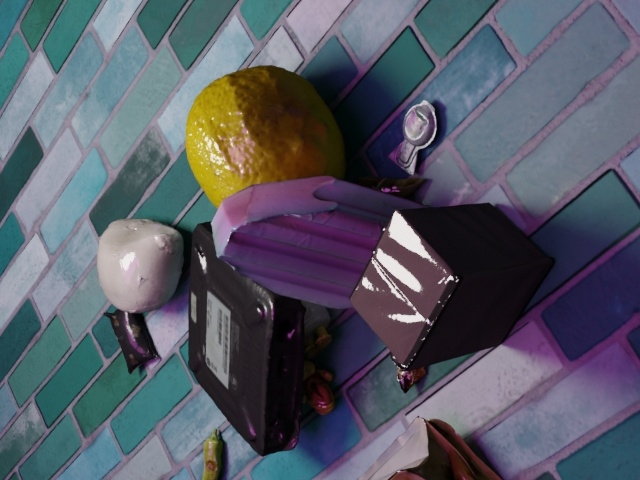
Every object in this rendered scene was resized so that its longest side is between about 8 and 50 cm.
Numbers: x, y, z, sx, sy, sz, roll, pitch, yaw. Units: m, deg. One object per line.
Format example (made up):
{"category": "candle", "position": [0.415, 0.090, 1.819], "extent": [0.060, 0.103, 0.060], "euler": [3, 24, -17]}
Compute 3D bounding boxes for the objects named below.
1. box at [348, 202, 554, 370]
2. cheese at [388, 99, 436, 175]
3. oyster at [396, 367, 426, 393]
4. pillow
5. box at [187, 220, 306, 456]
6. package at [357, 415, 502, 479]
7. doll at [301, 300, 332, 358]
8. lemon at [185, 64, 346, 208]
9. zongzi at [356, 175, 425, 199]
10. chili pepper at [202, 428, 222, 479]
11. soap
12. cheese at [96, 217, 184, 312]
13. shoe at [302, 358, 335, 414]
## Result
{"category": "box", "position": [0.189, 0.060, 1.509], "extent": [0.153, 0.252, 0.188], "euler": [46, 125, 30]}
{"category": "cheese", "position": [0.153, -0.169, 1.667], "extent": [0.067, 0.026, 0.121], "euler": [42, 122, 32]}
{"category": "oyster", "position": [0.152, 0.183, 1.714], "extent": [0.086, 0.029, 0.132], "euler": [-20, 80, 43]}
{"category": "pillow", "position": [-0.411, 0.206, 2.234], "extent": [0.090, 0.048, 0.150], "euler": [-38, 74, 48]}
{"category": "box", "position": [-0.149, 0.179, 1.891], "extent": [0.350, 0.091, 0.359], "euler": [36, 130, 49]}
{"category": "package", "position": [0.140, 0.433, 1.703], "extent": [0.311, 0.221, 0.165], "euler": [-54, 21, 36]}
{"category": "doll", "position": [-0.044, 0.111, 1.855], "extent": [0.129, 0.081, 0.207], "euler": [-45, 64, 27]}
{"category": "lemon", "position": [-0.089, -0.147, 1.737], "extent": [0.268, 0.268, 0.322], "euler": [-51, 58, 35]}
{"category": "zongzi", "position": [0.118, -0.051, 1.703], "extent": [0.119, 0.055, 0.109], "euler": [4, 101, 32]}
{"category": "chili pepper", "position": [-0.229, 0.485, 2.106], "extent": [0.049, 0.043, 0.208], "euler": [23, 112, 25]}
{"category": "soap", "position": [0.000, 0.000, 1.626], "extent": [0.193, 0.324, 0.109], "euler": [-60, 28, 32]}
{"category": "cheese", "position": [-0.371, 0.055, 2.105], "extent": [0.198, 0.154, 0.189], "euler": [11, 108, 41]}
{"category": "shoe", "position": [-0.011, 0.259, 1.853], "extent": [0.069, 0.072, 0.109], "euler": [97, 153, -70]}
